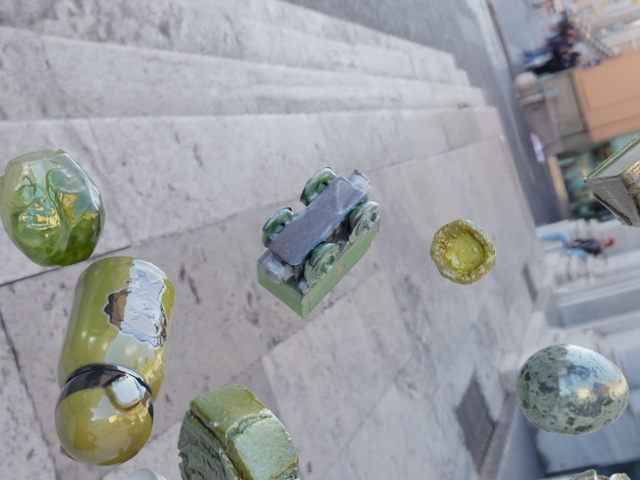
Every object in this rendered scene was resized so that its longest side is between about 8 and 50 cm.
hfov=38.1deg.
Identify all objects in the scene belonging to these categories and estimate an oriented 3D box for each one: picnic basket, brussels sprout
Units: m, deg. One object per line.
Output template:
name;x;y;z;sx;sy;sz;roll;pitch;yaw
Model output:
picnic basket;0.400;-0.078;1.111;0.079;0.115;0.164;51;3;-2
brussels sprout;-0.410;-0.049;1.422;0.162;0.144;0.180;-10;101;-38

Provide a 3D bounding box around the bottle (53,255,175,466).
bottle;-0.316;0.191;1.424;0.351;0.172;0.171;-98;163;-54

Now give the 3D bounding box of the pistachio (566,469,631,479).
pistachio;0.302;0.321;1.011;0.215;0.144;0.143;-23;96;-71

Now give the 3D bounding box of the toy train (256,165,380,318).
toy train;0.000;0.000;1.964;0.173;0.307;0.248;37;-22;18

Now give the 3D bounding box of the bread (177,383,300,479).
bread;-0.131;0.340;1.464;0.124;0.257;0.185;-10;102;-32

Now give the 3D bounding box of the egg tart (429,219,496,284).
egg tart;0.224;0.017;1.445;0.039;0.105;0.105;-5;80;-69

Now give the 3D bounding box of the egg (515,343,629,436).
egg;0.366;0.217;1.340;0.132;0.172;0.132;-174;-90;-73

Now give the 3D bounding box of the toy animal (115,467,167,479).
toy animal;-0.255;0.552;1.542;0.182;0.247;0.309;90;12;-65
